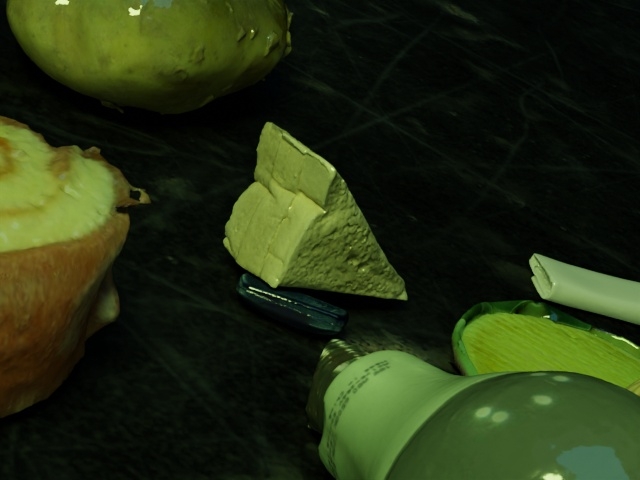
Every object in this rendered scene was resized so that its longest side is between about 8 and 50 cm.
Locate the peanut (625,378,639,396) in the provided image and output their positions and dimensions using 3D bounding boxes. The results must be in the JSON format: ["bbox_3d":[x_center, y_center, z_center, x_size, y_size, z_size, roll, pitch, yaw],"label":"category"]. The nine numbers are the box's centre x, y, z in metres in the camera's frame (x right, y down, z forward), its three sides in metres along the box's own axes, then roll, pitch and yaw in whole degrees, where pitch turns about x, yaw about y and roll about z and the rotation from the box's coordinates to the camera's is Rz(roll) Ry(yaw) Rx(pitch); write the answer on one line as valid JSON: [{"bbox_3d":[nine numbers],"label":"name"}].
[{"bbox_3d":[0.233,0.142,0.798,0.229,0.103,0.098,40,29,-47],"label":"peanut"}]

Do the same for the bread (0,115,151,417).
[{"bbox_3d":[-0.220,0.007,0.732,0.244,0.123,0.190,5,33,-33],"label":"bread"}]

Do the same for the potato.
[{"bbox_3d":[-0.135,-0.188,1.159,0.191,0.141,0.296,20,21,31],"label":"potato"}]

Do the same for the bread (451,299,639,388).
[{"bbox_3d":[0.198,0.119,0.977,0.228,0.033,0.228,21,25,-10],"label":"bread"}]

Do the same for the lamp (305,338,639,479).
[{"bbox_3d":[0.082,0.120,0.705,0.182,0.182,0.314,2,32,-38],"label":"lamp"}]

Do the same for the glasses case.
[{"bbox_3d":[-0.021,0.048,0.932,0.083,0.023,0.033,20,12,0],"label":"glasses case"}]

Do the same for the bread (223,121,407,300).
[{"bbox_3d":[0.013,-0.017,0.971,0.152,0.105,0.077,7,24,-47],"label":"bread"}]

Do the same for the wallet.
[{"bbox_3d":[0.245,0.045,1.165,0.122,0.025,0.061,14,29,-18],"label":"wallet"}]
